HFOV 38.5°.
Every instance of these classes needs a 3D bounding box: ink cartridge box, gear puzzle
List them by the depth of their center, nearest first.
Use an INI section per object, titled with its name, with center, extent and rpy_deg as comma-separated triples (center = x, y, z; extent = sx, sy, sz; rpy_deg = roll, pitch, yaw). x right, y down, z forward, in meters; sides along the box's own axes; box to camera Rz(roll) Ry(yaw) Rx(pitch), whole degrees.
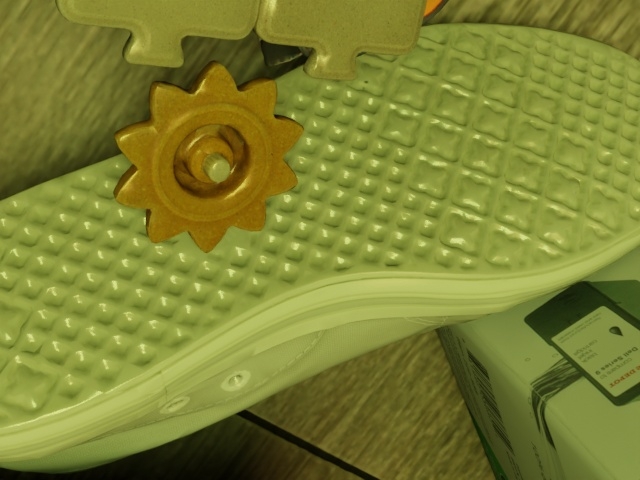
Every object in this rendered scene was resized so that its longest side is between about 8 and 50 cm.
[gear puzzle]
center = -0.018, -0.152, 0.361
extent = 0.175, 0.044, 0.339
rpy_deg = -1, 115, -28
[ink cartridge box]
center = 0.183, 0.129, 0.496
extent = 0.121, 0.289, 0.211
rpy_deg = -25, 114, -5

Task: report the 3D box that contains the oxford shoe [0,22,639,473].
[oxford shoe]
center = 0.000, 0.000, 0.499
extent = 0.449, 0.169, 0.130
rpy_deg = -21, 157, -15

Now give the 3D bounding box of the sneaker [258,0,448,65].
[sneaker]
center = -0.047, -0.171, 0.417
extent = 0.321, 0.124, 0.180
rpy_deg = 0, 108, -15
